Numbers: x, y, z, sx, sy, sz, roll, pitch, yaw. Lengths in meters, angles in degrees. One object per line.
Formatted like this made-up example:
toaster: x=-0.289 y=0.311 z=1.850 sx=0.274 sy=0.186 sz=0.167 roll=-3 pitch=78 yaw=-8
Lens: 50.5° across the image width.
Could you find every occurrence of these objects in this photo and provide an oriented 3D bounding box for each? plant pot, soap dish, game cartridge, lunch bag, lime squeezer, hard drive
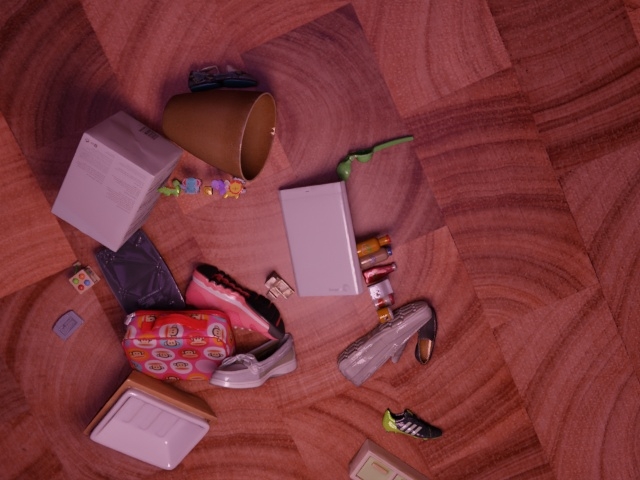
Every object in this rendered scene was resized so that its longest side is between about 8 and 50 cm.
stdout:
plant pot: x=-0.276 y=-0.299 z=1.790 sx=0.255 sy=0.237 sz=0.237 roll=16 pitch=99 yaw=14
soap dish: x=-0.472 y=0.500 z=1.897 sx=0.291 sy=0.118 sz=0.229 roll=32 pitch=110 yaw=-26
game cartridge: x=-0.730 y=0.243 z=1.961 sx=0.083 sy=0.017 sz=0.056 roll=-44 pitch=100 yaw=6
lunch bag: x=-0.385 y=0.277 z=1.851 sx=0.293 sy=0.120 sz=0.258 roll=0 pitch=141 yaw=2
lime squeezer: x=0.116 y=-0.202 z=1.870 sx=0.110 sy=0.059 sz=0.310 roll=42 pitch=96 yaw=-5
hard drive: x=0.000 y=0.000 z=1.864 sx=0.203 sy=0.040 sz=0.307 roll=-5 pitch=100 yaw=33
hard drive: x=-0.504 y=0.111 z=1.919 sx=0.172 sy=0.054 sz=0.254 roll=-28 pitch=96 yaw=4

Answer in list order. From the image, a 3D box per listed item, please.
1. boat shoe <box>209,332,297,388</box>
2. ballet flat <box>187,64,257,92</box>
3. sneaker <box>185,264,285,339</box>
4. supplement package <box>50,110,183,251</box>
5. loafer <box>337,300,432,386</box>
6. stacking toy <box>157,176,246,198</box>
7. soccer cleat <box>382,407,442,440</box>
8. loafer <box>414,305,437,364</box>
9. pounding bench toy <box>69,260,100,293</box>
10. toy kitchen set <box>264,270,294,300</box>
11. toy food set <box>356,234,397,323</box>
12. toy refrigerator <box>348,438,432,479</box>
boat shoe: x=-0.178 y=0.330 z=1.843 sx=0.118 sy=0.320 sz=0.103 roll=0 pitch=94 yaw=38
ballet flat: x=-0.266 y=-0.444 z=1.833 sx=0.189 sy=0.070 sz=0.070 roll=-5 pitch=99 yaw=-2
sneaker: x=-0.244 y=0.200 z=1.919 sx=0.314 sy=0.116 sz=0.136 roll=34 pitch=109 yaw=3
supplement package: x=-0.527 y=-0.156 z=1.767 sx=0.199 sy=0.198 sz=0.262 roll=33 pitch=119 yaw=-5
loafer: x=0.193 y=0.292 z=1.925 sx=0.319 sy=0.112 sz=0.111 roll=-38 pitch=102 yaw=13
stacking toy: x=-0.308 y=-0.148 z=1.823 sx=0.221 sy=0.167 sz=0.052 roll=2 pitch=99 yaw=1
soccer cleat: x=0.271 y=0.536 z=1.982 sx=0.179 sy=0.060 sz=0.072 roll=10 pitch=97 yaw=1
loafer: x=0.305 y=0.273 z=1.939 sx=0.062 sy=0.061 sz=0.170 roll=2 pitch=98 yaw=1
pounding bench toy: x=-0.676 y=0.099 z=1.913 sx=0.052 sy=0.065 sz=0.083 roll=-37 pitch=97 yaw=6
toy kitchen set: x=-0.128 y=0.145 z=1.914 sx=0.068 sy=0.075 sz=0.083 roll=-44 pitch=97 yaw=7
toy food set: x=0.176 y=0.103 z=1.886 sx=0.105 sy=0.111 sz=0.232 roll=-21 pitch=90 yaw=3
toy refrigerator: x=0.221 y=0.709 z=1.991 sx=0.270 sy=0.094 sz=0.102 roll=35 pitch=98 yaw=-4
